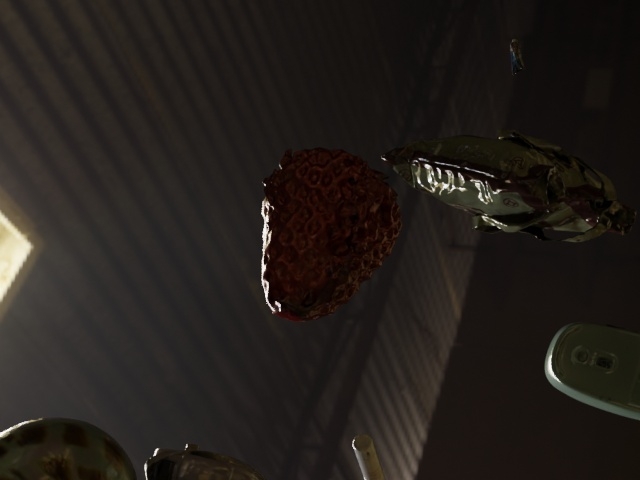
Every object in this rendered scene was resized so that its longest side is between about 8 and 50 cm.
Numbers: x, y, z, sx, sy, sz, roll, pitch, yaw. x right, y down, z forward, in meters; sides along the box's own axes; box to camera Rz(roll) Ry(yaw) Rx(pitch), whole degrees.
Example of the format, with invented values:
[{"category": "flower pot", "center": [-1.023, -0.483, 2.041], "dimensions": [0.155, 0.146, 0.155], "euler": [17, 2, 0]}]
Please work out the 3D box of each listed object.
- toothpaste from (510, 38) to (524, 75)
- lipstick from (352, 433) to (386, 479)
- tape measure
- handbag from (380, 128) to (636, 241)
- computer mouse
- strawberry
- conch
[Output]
[{"category": "toothpaste", "center": [0.351, -0.329, 1.812], "dimensions": [0.019, 0.027, 0.083], "euler": [28, -132, -32]}, {"category": "lipstick", "center": [0.092, 0.420, 1.915], "dimensions": [0.040, 0.040, 0.141], "euler": [-68, -30, -42]}, {"category": "tape measure", "center": [-0.201, 0.427, 1.786], "dimensions": [0.197, 0.236, 0.120], "euler": [78, -155, -75]}, {"category": "handbag", "center": [0.219, -0.066, 1.194], "dimensions": [0.213, 0.235, 0.127], "euler": [9, -78, -41]}, {"category": "computer mouse", "center": [0.561, 0.245, 1.898], "dimensions": [0.097, 0.288, 0.160], "euler": [41, -112, -56]}, {"category": "strawberry", "center": [0.000, 0.000, 1.406], "dimensions": [0.244, 0.205, 0.205], "euler": [-66, -29, -28]}, {"category": "conch", "center": [-0.381, 0.352, 1.436], "dimensions": [0.249, 0.368, 0.197], "euler": [36, -126, -14]}]
